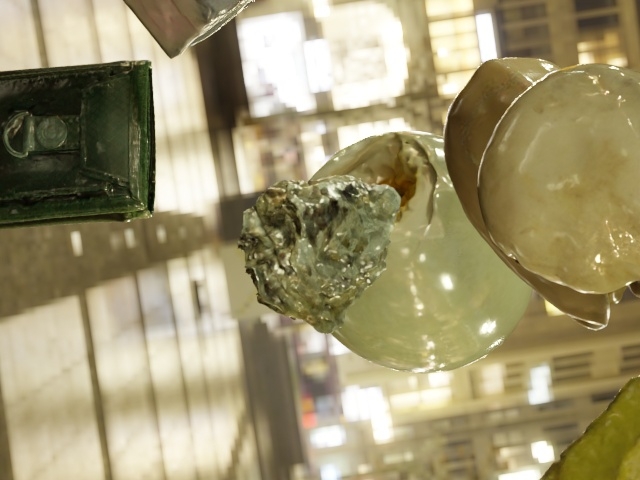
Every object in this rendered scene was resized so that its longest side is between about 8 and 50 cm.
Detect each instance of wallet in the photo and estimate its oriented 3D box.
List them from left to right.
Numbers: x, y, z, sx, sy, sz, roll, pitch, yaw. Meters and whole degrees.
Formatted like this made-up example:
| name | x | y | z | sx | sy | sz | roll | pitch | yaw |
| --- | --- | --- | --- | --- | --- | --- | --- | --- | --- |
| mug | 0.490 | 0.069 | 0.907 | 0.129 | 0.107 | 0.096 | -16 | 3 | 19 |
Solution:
| name | x | y | z | sx | sy | sz | roll | pitch | yaw |
| --- | --- | --- | --- | --- | --- | --- | --- | --- | --- |
| wallet | -0.277 | -0.092 | 1.673 | 0.055 | 0.236 | 0.160 | 33 | 54 | -73 |

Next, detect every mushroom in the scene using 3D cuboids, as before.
| name | x | y | z | sx | sy | sz | roll | pitch | yaw |
| --- | --- | --- | --- | --- | --- | --- | --- | --- | --- |
| mushroom | 0.177 | -0.037 | 1.086 | 0.122 | 0.154 | 0.154 | 42 | 34 | -58 |

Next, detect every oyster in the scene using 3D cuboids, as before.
| name | x | y | z | sx | sy | sz | roll | pitch | yaw |
| --- | --- | --- | --- | --- | --- | --- | --- | --- | --- |
| oyster | 0.000 | 0.000 | 1.391 | 0.125 | 0.064 | 0.177 | 39 | 45 | -21 |

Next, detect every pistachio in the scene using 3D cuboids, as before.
| name | x | y | z | sx | sy | sz | roll | pitch | yaw |
| --- | --- | --- | --- | --- | --- | --- | --- | --- | --- |
| pistachio | 0.174 | -0.036 | 1.282 | 0.223 | 0.126 | 0.152 | 60 | -10 | -15 |

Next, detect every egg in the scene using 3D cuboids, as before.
| name | x | y | z | sx | sy | sz | roll | pitch | yaw |
| --- | --- | --- | --- | --- | --- | --- | --- | --- | --- |
| egg | 0.119 | 0.024 | 2.044 | 0.336 | 0.278 | 0.278 | 49 | 26 | -53 |

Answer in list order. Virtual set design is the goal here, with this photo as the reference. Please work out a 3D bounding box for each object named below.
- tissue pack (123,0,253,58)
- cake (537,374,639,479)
| name | x | y | z | sx | sy | sz | roll | pitch | yaw |
| --- | --- | --- | --- | --- | --- | --- | --- | --- | --- |
| tissue pack | -0.074 | -0.389 | 1.571 | 0.288 | 0.394 | 0.124 | 53 | -32 | -5 |
| cake | 0.250 | 0.205 | 1.154 | 0.179 | 0.260 | 0.156 | 34 | -13 | 47 |
